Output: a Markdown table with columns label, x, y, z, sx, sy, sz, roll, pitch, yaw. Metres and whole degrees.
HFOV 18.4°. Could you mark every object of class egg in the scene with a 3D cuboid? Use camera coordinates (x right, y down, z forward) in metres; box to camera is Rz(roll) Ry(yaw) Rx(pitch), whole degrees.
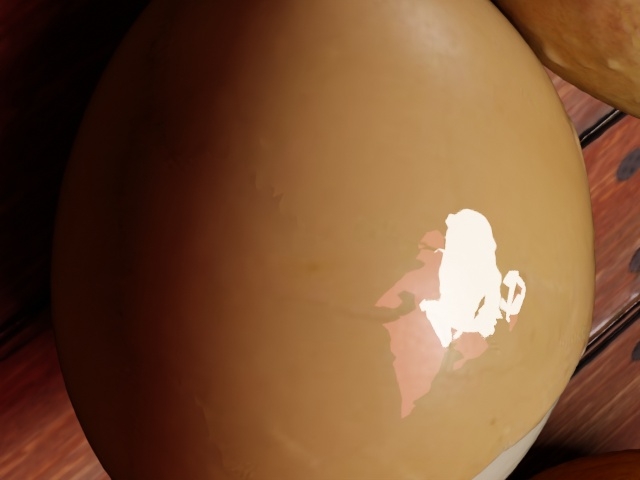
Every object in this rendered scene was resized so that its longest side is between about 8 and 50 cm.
| label | x | y | z | sx | sy | sz | roll | pitch | yaw |
| --- | --- | --- | --- | --- | --- | --- | --- | --- | --- |
| egg | 0.000 | 0.000 | 0.721 | 0.201 | 0.201 | 0.244 | -25 | 126 | -32 |

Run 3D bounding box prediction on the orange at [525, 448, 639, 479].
| label | x | y | z | sx | sy | sz | roll | pitch | yaw |
| --- | --- | --- | --- | --- | --- | --- | --- | --- | --- |
| orange | 0.185 | 0.265 | 1.093 | 0.312 | 0.312 | 0.312 | -29 | 141 | -27 |

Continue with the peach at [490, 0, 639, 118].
| label | x | y | z | sx | sy | sz | roll | pitch | yaw |
| --- | --- | --- | --- | --- | --- | --- | --- | --- | --- |
| peach | 0.140 | -0.157 | 0.716 | 0.232 | 0.232 | 0.232 | -29 | 141 | -27 |
